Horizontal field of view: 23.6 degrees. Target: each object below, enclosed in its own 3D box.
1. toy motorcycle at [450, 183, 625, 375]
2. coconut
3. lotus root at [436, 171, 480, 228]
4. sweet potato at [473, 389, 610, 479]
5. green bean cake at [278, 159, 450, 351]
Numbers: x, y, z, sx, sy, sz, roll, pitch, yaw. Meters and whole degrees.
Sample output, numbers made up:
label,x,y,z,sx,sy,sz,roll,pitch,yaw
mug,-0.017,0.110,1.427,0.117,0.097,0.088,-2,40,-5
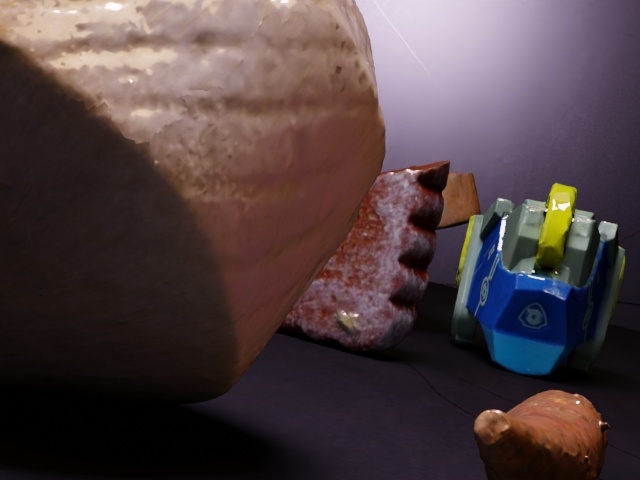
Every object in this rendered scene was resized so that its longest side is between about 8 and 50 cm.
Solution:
label,x,y,z,sx,sy,sz,roll,pitch,yaw
toy motorcycle,0.242,0.059,1.722,0.191,0.200,0.326,13,-9,7
coconut,-0.131,-0.044,0.847,0.328,0.329,0.329,13,2,0
lotus root,0.012,-0.027,1.925,0.375,0.111,0.390,-12,-1,13
sweet potato,0.137,0.117,0.891,0.072,0.066,0.314,-17,-6,14
green bean cake,0.000,0.000,1.520,0.232,0.199,0.097,9,-1,26
